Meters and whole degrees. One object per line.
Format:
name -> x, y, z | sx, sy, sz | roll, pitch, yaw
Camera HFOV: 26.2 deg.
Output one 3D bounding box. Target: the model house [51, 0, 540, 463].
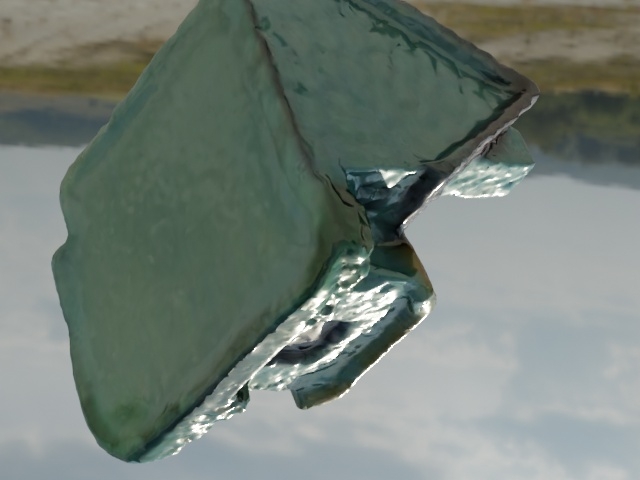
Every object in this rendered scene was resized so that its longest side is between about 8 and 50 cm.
model house -> 0.000, 0.000, 0.906 | 0.248, 0.230, 0.280 | 7, 142, -39
